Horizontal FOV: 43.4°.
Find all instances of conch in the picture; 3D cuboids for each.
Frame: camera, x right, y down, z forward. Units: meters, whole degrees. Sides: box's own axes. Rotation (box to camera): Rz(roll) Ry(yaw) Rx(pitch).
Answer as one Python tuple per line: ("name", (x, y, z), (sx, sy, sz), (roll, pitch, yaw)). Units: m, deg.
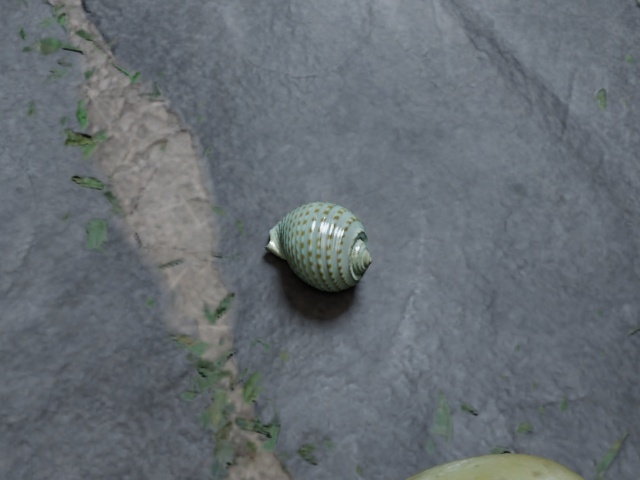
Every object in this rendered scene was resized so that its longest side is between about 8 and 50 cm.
("conch", (0.002, -0.002, 0.616), (0.085, 0.057, 0.076), (25, 53, 7))

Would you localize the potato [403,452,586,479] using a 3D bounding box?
("potato", (0.090, 0.280, 0.394), (0.243, 0.221, 0.326), (8, 58, -43))
